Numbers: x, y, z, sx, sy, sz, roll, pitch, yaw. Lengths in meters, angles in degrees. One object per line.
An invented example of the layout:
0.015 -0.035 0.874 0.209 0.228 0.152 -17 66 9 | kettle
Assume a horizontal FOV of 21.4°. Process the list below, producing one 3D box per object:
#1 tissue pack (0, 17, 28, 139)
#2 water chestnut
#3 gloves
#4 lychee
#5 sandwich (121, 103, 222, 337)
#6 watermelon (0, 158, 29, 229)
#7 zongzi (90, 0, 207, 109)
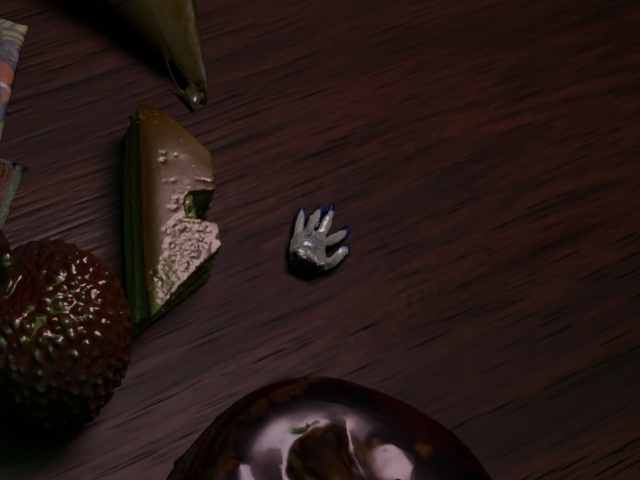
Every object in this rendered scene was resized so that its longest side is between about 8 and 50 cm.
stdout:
-0.354 -0.155 1.644 0.109 0.060 0.148 16 56 -13 | tissue pack
0.019 0.273 1.397 0.350 0.302 0.350 11 54 -15 | water chestnut
0.000 0.000 1.715 0.064 0.026 0.086 23 51 -10 | gloves
-0.247 0.075 1.488 0.197 0.165 0.165 58 45 -36 | lychee
-0.141 -0.021 1.632 0.088 0.090 0.244 4 61 -16 | sandwich
-0.394 -0.018 1.467 0.213 0.201 0.261 17 61 -2 | watermelon
-0.256 -0.275 1.749 0.260 0.123 0.289 -3 104 7 | zongzi
